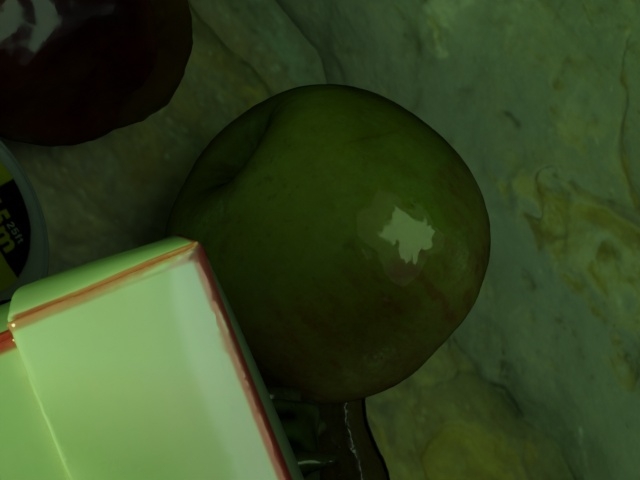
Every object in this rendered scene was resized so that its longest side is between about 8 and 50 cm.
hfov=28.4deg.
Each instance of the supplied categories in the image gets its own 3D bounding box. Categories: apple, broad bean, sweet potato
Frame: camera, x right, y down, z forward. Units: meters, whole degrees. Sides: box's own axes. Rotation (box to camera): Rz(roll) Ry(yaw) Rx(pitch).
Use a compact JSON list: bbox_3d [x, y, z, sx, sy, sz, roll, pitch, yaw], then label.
[{"bbox_3d":[0.000,0.000,0.947,0.194,0.260,0.261,42,60,-23],"label":"apple"},{"bbox_3d":[-0.185,-0.145,0.891,0.228,0.122,0.156,1,88,-39],"label":"broad bean"},{"bbox_3d":[0.024,0.170,1.083,0.081,0.062,0.233,-3,84,-56],"label":"sweet potato"}]

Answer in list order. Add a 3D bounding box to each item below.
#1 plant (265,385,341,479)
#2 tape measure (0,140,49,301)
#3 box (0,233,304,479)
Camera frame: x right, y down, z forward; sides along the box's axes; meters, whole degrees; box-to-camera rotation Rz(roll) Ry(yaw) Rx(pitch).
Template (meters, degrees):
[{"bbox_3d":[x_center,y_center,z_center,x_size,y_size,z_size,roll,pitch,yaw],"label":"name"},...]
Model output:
[{"bbox_3d":[-0.144,0.186,0.802,0.333,0.251,0.180,1,68,-42],"label":"plant"},{"bbox_3d":[-0.261,0.005,0.815,0.196,0.105,0.178,62,30,-7],"label":"tape measure"},{"bbox_3d":[-0.142,0.189,0.598,0.300,0.314,0.312,-22,94,-7],"label":"box"}]
